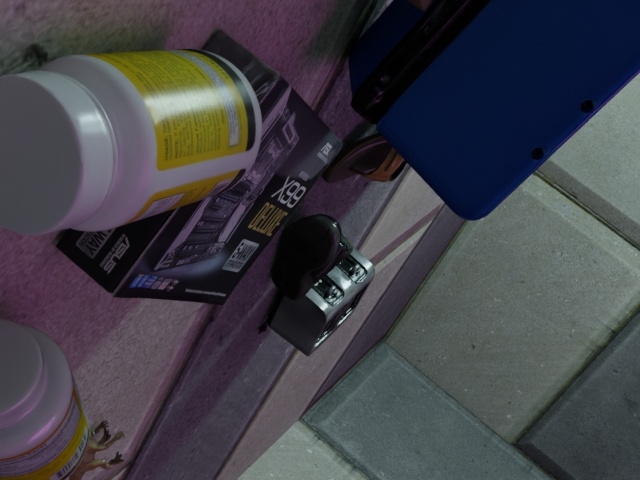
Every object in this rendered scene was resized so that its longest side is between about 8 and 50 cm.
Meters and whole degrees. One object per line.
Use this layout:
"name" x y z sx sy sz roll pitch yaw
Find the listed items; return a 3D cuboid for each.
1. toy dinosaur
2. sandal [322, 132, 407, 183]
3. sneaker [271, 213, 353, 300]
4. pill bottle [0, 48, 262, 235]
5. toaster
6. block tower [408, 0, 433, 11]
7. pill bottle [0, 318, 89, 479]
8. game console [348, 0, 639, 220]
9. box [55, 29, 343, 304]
"toy dinosaur" -0.327 0.303 1.242 0.093 0.053 0.183 -18 140 -41
"sandal" 0.111 -0.121 1.350 0.220 0.060 0.090 -13 156 -21
"sneaker" 0.000 0.000 1.419 0.130 0.087 0.227 -46 170 -29
"pill bottle" -0.139 -0.073 0.628 0.119 0.119 0.208 -57 166 24
"toaster" -0.004 0.107 1.647 0.168 0.110 0.185 -39 163 -41
"block tower" 0.166 -0.393 0.855 0.335 0.091 0.097 -52 169 4
"pill bottle" -0.273 0.147 0.785 0.117 0.117 0.215 -45 166 -26
"game console" 0.186 -0.214 0.954 0.293 0.173 0.250 -45 -159 23
"box" -0.102 -0.053 0.910 0.242 0.076 0.307 -52 167 2
